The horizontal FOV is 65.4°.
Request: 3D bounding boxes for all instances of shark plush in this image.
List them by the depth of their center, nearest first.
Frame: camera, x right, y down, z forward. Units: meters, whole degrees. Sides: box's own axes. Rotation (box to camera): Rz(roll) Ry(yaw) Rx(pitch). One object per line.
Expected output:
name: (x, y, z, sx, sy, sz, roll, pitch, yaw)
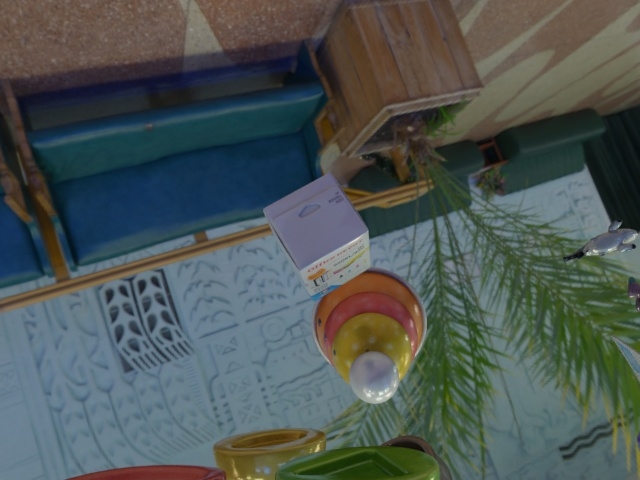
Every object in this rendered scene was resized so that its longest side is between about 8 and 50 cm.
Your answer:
shark plush: (0.649, 0.020, 1.149, 0.161, 0.073, 0.067, -38, 160, 17)

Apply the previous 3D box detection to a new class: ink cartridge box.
ink cartridge box: (0.000, 0.000, 1.126, 0.171, 0.168, 0.233, -30, 157, -6)

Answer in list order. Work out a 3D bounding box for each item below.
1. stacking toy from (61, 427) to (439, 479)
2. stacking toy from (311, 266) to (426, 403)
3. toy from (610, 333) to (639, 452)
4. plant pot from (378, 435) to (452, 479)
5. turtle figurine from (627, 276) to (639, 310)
stacking toy: (-0.061, 0.252, 0.400, 0.309, 0.131, 0.279, 5, 166, -44)
stacking toy: (0.132, 0.278, 1.328, 0.350, 0.351, 0.480, -20, -174, 7)
toy: (0.272, 0.171, 0.338, 0.056, 0.137, 0.237, -34, -173, 7)
plant pot: (0.167, 0.512, 0.849, 0.263, 0.229, 0.263, -44, -174, 5)
turtle figurine: (0.892, 0.139, 1.211, 0.234, 0.175, 0.118, -1, -142, 48)
